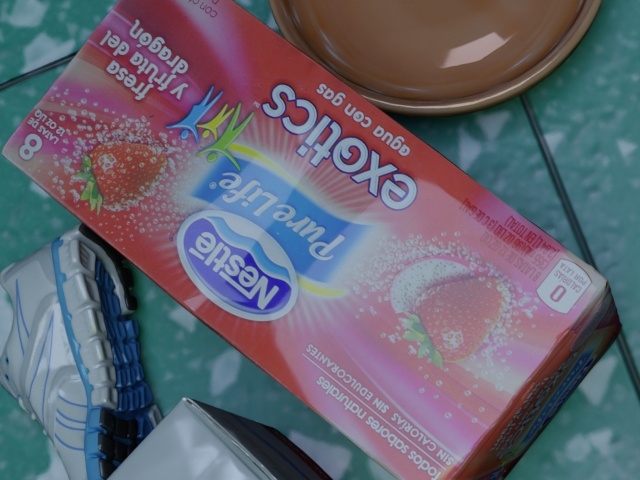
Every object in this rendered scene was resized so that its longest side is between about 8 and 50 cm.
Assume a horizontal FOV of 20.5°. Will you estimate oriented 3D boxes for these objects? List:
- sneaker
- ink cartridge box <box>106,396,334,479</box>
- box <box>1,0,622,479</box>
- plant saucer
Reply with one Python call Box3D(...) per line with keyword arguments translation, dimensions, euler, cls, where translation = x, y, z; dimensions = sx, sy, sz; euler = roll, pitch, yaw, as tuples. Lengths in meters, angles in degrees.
Box3D(translation=(-0.143, 0.091, 1.015), dimensions=(0.083, 0.071, 0.190), euler=(-19, 71, 22), cls="sneaker")
Box3D(translation=(-0.063, 0.156, 0.918), dimensions=(0.072, 0.175, 0.127), euler=(43, 90, 17), cls="ink cartridge box")
Box3D(translation=(0.000, 0.000, 0.950), dimensions=(0.300, 0.154, 0.142), euler=(38, 89, 16), cls="box")
Box3D(translation=(0.068, -0.162, 1.019), dimensions=(0.200, 0.037, 0.200), euler=(-2, 74, 8), cls="plant saucer")
